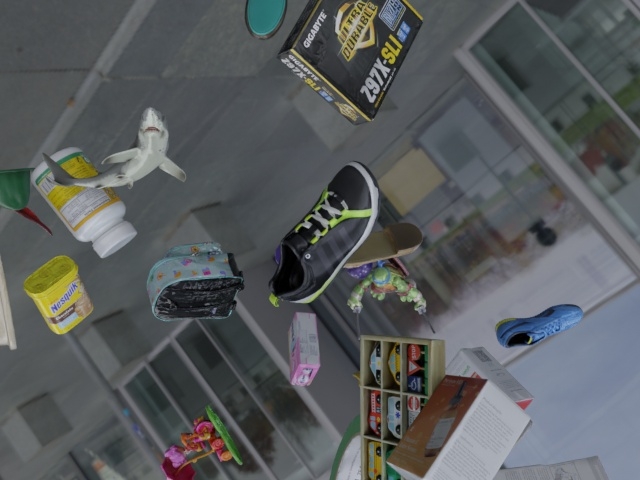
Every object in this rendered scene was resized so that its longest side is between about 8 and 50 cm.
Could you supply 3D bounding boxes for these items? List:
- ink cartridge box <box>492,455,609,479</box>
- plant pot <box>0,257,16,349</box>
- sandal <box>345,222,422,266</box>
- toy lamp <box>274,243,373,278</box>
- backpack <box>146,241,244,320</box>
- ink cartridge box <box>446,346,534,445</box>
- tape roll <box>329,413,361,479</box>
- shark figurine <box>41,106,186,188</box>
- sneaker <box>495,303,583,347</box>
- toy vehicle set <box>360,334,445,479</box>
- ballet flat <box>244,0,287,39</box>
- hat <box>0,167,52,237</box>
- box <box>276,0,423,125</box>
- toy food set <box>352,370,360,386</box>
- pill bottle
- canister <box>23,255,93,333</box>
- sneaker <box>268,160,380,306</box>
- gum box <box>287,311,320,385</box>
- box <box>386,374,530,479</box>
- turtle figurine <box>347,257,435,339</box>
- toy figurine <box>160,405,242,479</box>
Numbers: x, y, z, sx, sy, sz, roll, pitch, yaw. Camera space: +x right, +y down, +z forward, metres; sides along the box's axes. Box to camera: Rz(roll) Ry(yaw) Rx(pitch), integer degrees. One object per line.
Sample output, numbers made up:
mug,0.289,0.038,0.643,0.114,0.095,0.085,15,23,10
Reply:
ink cartridge box,0.519,0.619,1.446,0.261,0.296,0.066,-8,127,1
plant pot,-0.759,0.076,1.254,0.305,0.334,0.334,-12,160,-26
sandal,0.076,0.023,1.290,0.240,0.088,0.079,-7,149,-20
toy lamp,0.008,0.041,1.422,0.080,0.080,0.274,-41,151,24
backpack,-0.282,0.093,1.467,0.188,0.144,0.166,-10,146,-32
ink cartridge box,0.420,0.497,1.848,0.130,0.272,0.309,6,123,-48
tape roll,0.094,0.514,1.361,0.321,0.077,0.321,-165,-90,-78
shark figurine,-0.360,-0.158,1.236,0.278,0.116,0.166,-22,145,21
sneaker,0.517,0.209,1.576,0.209,0.069,0.082,-15,-158,4
toy vehicle set,0.136,0.295,1.133,0.035,0.267,0.166,5,173,-39
ballet flat,-0.123,-0.573,1.575,0.095,0.280,0.096,5,164,-4
hat,-0.772,-0.080,1.684,0.208,0.184,0.173,-11,-173,-33
box,0.077,-0.470,1.569,0.079,0.257,0.322,-4,-126,55
toy food set,0.209,0.428,2.098,0.217,0.071,0.128,-8,172,-15
pill bottle,-0.464,-0.072,1.345,0.117,0.208,0.117,-38,-178,1
canister,-0.637,0.137,1.662,0.126,0.073,0.170,-45,149,-31
sneaker,0.000,0.000,0.930,0.097,0.084,0.235,-3,125,-52
gum box,-0.049,0.313,1.940,0.062,0.188,0.107,7,136,-14
box,0.200,0.294,0.995,0.170,0.091,0.130,-51,-171,-18
turtle figurine,0.188,0.174,1.905,0.197,0.275,0.266,-29,170,11
toy figurine,-0.281,0.469,1.499,0.159,0.130,0.173,-30,129,-11
